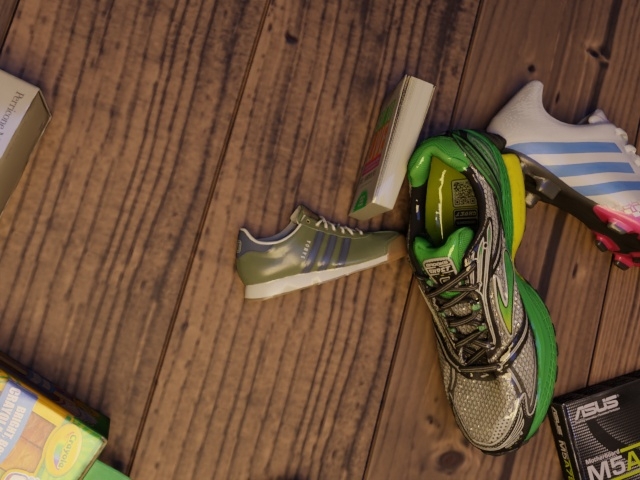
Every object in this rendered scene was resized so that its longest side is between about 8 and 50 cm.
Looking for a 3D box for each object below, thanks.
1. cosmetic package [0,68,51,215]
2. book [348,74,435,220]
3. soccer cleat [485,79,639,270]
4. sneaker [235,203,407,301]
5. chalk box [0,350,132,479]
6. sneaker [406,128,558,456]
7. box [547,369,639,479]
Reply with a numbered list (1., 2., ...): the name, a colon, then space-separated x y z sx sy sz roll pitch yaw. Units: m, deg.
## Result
1. cosmetic package: -0.431 -0.127 0.679 0.309 0.113 0.160 24 79 -10
2. book: 0.073 -0.097 0.814 0.035 0.096 0.144 19 79 -12
3. soccer cleat: 0.346 -0.068 0.871 0.331 0.116 0.143 30 78 -10
4. sneaker: 0.000 0.000 0.800 0.192 0.064 0.086 -16 93 -12
5. chalk box: -0.277 0.196 0.673 0.213 0.132 0.132 35 77 -8
6. sneaker: 0.146 0.053 0.773 0.146 0.134 0.343 -5 84 -52
7. box: 0.378 0.255 0.883 0.190 0.045 0.184 -12 90 -16
